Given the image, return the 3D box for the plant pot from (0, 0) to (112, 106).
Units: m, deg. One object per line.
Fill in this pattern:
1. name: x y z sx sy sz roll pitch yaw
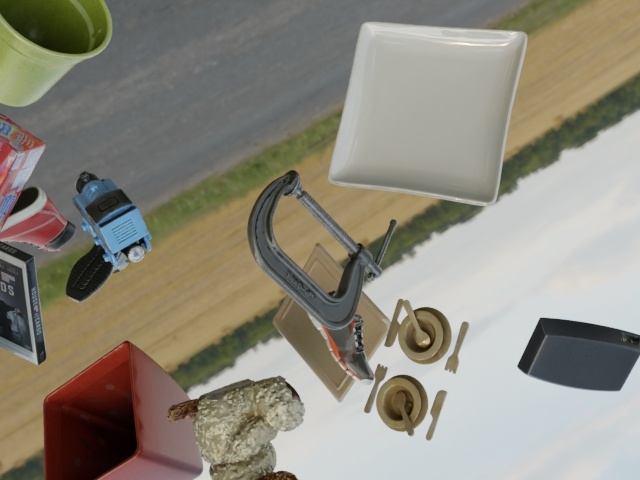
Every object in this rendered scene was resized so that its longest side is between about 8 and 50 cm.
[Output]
1. plant pot: -0.632 -0.430 1.996 0.254 0.276 0.276 -39 175 40

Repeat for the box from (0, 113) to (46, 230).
1. box: -0.681 -0.114 1.863 0.257 0.122 0.128 -57 179 18

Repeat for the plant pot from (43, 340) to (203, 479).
1. plant pot: -0.394 0.413 1.924 0.267 0.267 0.235 -35 137 21

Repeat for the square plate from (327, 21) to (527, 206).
1. square plate: 0.210 -0.253 1.821 0.343 0.348 0.049 9 172 23

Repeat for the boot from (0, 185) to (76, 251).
1. boot: -0.677 -0.008 2.054 0.244 0.088 0.176 -22 140 8

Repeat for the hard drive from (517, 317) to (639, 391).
1. hard drive: 0.598 0.268 2.119 0.054 0.254 0.172 -91 -166 -55

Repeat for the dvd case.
1. dvd case: -0.583 0.100 1.684 0.029 0.179 0.239 -44 148 -47

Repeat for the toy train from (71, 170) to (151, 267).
1. toy train: -0.317 -0.038 1.391 0.080 0.184 0.105 -29 133 -17

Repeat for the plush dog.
1. plush dog: -0.146 0.374 1.641 0.210 0.226 0.262 -14 176 -29

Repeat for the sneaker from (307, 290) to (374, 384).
1. sneaker: 0.042 0.145 1.405 0.065 0.158 0.061 -36 171 9

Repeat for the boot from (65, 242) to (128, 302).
1. boot: -0.456 0.064 1.962 0.198 0.076 0.137 -58 169 -23

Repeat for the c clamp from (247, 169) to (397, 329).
1. c clamp: 0.000 0.000 0.781 0.022 0.160 0.137 -12 -130 40

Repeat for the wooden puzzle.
1. wooden puzzle: 0.022 0.156 1.753 0.044 0.221 0.239 -15 143 -44

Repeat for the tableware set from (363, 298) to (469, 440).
1. tableware set: 0.135 0.192 1.387 0.039 0.128 0.194 19 89 -56
